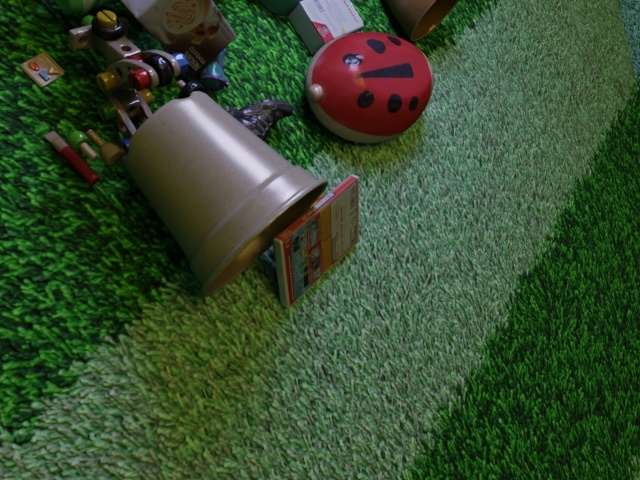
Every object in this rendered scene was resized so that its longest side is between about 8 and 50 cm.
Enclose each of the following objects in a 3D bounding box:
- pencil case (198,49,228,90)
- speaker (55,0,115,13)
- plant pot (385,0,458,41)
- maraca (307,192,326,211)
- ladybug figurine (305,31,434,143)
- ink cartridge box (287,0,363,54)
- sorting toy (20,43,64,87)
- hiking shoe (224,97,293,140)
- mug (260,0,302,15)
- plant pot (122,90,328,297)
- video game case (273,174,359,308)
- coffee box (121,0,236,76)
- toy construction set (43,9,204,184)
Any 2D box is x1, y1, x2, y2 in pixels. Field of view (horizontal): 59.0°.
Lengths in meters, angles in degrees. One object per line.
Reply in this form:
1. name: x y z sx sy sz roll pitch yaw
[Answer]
1. pencil case: -0.251 -0.430 1.334 0.070 0.064 0.152 5 72 -18
2. speaker: -0.397 -0.560 1.142 0.296 0.131 0.131 -34 95 -26
3. plant pot: 0.281 -0.793 1.731 0.254 0.237 0.237 48 53 5
4. maraca: -0.045 -0.043 1.326 0.127 0.099 0.186 18 90 -29
5. ladybug figurine: 0.153 -0.423 1.525 0.449 0.162 0.305 -24 97 -38
6. ink cartridge box: 0.017 -0.607 1.567 0.175 0.072 0.127 -36 95 -36
7. sorting toy: -0.564 -0.353 1.129 0.083 0.012 0.062 47 55 -13
8. hiking shoe: -0.157 -0.265 1.343 0.226 0.086 0.114 -22 101 -31
9. mug: -0.101 -0.673 1.495 0.129 0.097 0.158 36 57 -19
10. plant pot: -0.207 -0.112 1.127 0.305 0.334 0.334 47 54 2
11. video game case: 0.000 0.000 1.299 0.025 0.204 0.285 25 48 28
12. coffee box: -0.294 -0.472 1.182 0.141 0.246 0.098 -41 74 2
13. toy construction set: -0.419 -0.296 1.119 0.237 0.257 0.309 43 77 7
